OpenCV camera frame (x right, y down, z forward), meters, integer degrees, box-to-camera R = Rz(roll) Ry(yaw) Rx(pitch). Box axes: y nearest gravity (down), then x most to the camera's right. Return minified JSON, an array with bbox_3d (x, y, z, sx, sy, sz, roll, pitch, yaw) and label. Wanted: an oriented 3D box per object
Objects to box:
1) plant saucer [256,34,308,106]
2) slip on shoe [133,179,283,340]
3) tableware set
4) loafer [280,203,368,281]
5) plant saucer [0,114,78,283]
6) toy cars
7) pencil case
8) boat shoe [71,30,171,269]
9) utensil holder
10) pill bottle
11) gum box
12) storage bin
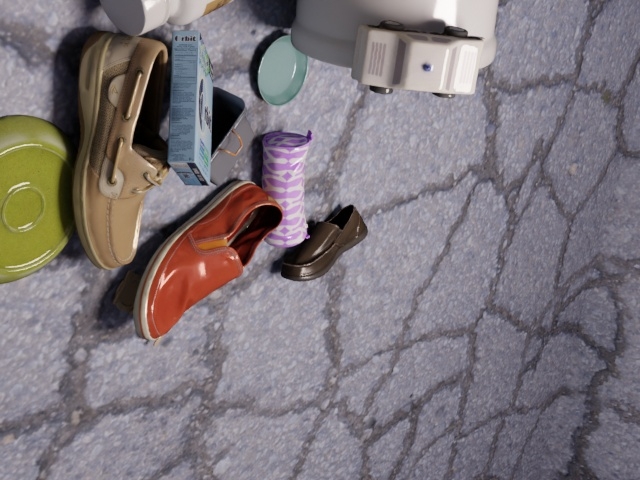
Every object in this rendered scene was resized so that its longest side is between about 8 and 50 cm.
[{"bbox_3d":[-0.067,-0.281,1.595,0.119,0.021,0.119,-29,131,-40],"label":"plant saucer"},{"bbox_3d":[-0.178,0.031,1.544,0.331,0.101,0.123,-49,146,-31],"label":"slip on shoe"},{"bbox_3d":[-0.258,0.083,1.568,0.141,0.020,0.168,-52,143,-18],"label":"tableware set"},{"bbox_3d":[0.000,0.000,1.811,0.220,0.080,0.078,-40,128,-39],"label":"loafer"},{"bbox_3d":[-0.405,-0.047,1.290,0.241,0.037,0.240,-28,130,-40],"label":"plant saucer"},{"bbox_3d":[0.074,-0.314,1.312,0.176,0.087,0.394,-42,113,11],"label":"toy cars"},{"bbox_3d":[-0.058,-0.086,1.664,0.088,0.086,0.206,-5,121,-13],"label":"pencil case"},{"bbox_3d":[-0.267,-0.111,1.334,0.121,0.110,0.340,-54,152,-63],"label":"boat shoe"},{"bbox_3d":[0.127,-0.481,1.471,0.328,0.328,0.385,-22,125,-44],"label":"utensil holder"},{"bbox_3d":[-0.182,-0.366,1.305,0.229,0.131,0.131,-37,136,-33],"label":"pill bottle"},{"bbox_3d":[-0.182,-0.182,1.368,0.157,0.041,0.184,83,9,-82],"label":"gum box"},{"bbox_3d":[-0.159,-0.152,1.502,0.135,0.098,0.091,-57,154,-11],"label":"storage bin"}]
